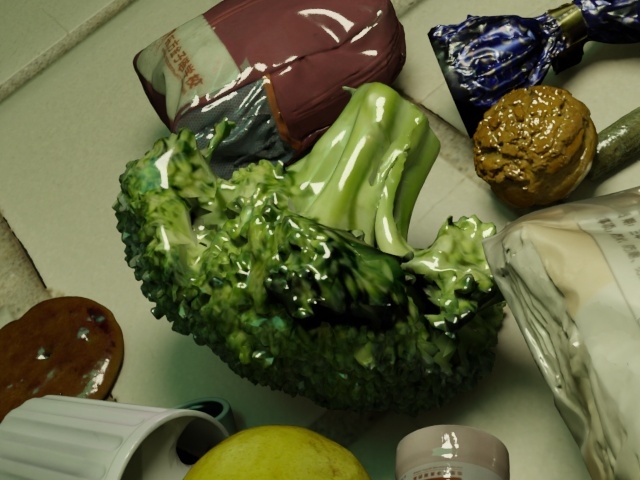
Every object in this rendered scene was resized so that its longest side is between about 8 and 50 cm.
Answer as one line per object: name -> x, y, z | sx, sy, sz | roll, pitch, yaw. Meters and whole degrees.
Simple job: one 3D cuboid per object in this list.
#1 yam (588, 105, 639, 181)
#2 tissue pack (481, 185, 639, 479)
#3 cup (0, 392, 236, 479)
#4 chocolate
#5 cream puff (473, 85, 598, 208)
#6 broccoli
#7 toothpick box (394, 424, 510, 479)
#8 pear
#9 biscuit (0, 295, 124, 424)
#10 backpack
yam -> 0.305, -0.100, 1.138 | 0.094, 0.043, 0.043 | -32, 41, 1
tissue pack -> 0.343, 0.076, 0.809 | 0.390, 0.195, 0.375 | -10, 46, 1
cup -> -0.185, 0.231, 1.056 | 0.202, 0.221, 0.167 | 3, 86, 37
chocolate -> 0.287, -0.233, 1.214 | 0.343, 0.148, 0.126 | -23, 73, -1
cream puff -> 0.210, -0.099, 1.119 | 0.126, 0.103, 0.144 | -62, 18, 0
broccoli -> 0.001, 0.025, 1.032 | 0.317, 0.277, 0.338 | -34, 47, 7
toothpick box -> 0.105, 0.236, 0.890 | 0.098, 0.098, 0.149 | -13, 44, 20
pear -> -0.040, 0.247, 0.902 | 0.200, 0.200, 0.200 | -17, 43, 17
biscuit -> -0.321, 0.149, 1.276 | 0.212, 0.036, 0.212 | -16, 44, 17
backpack -> -0.050, -0.205, 1.340 | 0.317, 0.197, 0.283 | -29, 40, -4
